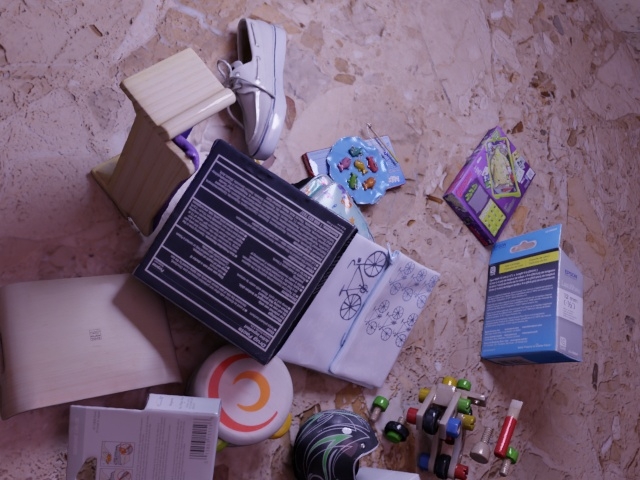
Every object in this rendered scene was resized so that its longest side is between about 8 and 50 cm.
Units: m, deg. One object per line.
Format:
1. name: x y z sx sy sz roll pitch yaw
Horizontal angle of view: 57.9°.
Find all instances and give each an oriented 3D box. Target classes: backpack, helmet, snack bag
1. backpack: 0.000 0.000 1.299 0.225 0.191 0.253 -41 109 -21
2. helmet: 0.030 0.432 1.202 0.170 0.169 0.161 15 89 -28
3. snack bag: 0.092 0.158 1.269 0.343 0.037 0.323 28 91 -39

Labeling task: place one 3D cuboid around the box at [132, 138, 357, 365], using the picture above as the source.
1. box: -0.131 0.020 1.089 0.296 0.183 0.294 34 92 5

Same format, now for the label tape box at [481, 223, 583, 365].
1. label tape box: 0.577 0.156 1.574 0.115 0.249 0.347 24 65 -25

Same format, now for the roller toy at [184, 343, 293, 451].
1. roller toy: -0.160 0.302 1.131 0.210 0.146 0.191 -3 71 -25

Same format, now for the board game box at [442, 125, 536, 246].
1. board game box: 0.519 -0.170 1.754 0.208 0.056 0.347 50 57 -16

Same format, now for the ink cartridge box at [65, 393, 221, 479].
1. ink cartridge box: -0.305 0.398 0.996 0.239 0.060 0.274 7 103 -8

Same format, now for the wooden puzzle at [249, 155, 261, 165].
1. wooden puzzle: -0.175 -0.145 1.327 0.116 0.014 0.078 -38 94 -34

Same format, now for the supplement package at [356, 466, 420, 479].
1. supplement package: 0.109 0.636 1.178 0.199 0.198 0.262 -14 84 -35

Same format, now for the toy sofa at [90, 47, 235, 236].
1. toy sofa: -0.281 -0.160 1.054 0.177 0.362 0.150 51 56 -3

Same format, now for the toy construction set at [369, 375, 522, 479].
1. toy construction set: 0.331 0.397 1.340 0.257 0.309 0.237 52 51 -19

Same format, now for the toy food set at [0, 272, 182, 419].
1. toy food set: -0.417 0.183 1.050 0.306 0.092 0.219 -4 67 -34

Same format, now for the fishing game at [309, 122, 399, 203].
1. fishing game: 0.103 -0.180 1.464 0.264 0.041 0.189 -40 97 -33

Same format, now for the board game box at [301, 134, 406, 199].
1. board game box: 0.093 -0.182 1.498 0.281 0.027 0.145 -18 85 -35

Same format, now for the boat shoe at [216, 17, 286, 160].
1. boat shoe: -0.168 -0.360 1.318 0.157 0.136 0.366 14 67 -29
